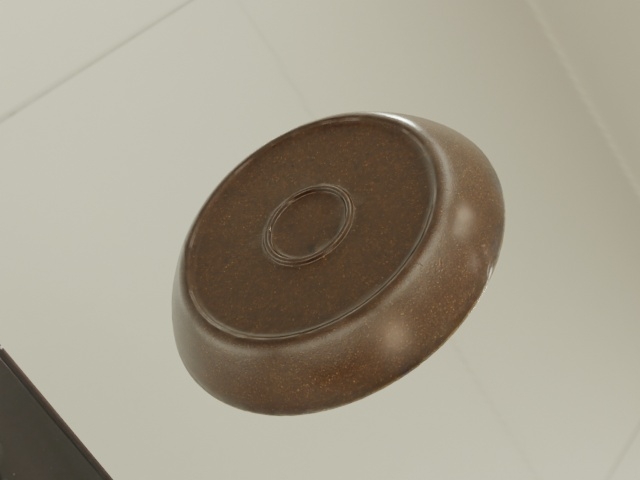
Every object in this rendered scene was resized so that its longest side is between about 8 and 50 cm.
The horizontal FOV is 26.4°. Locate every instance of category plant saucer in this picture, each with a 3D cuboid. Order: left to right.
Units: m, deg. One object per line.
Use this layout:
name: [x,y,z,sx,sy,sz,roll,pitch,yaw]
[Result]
plant saucer: [0.000,0.000,0.618,0.168,0.168,0.029,5,-34,34]

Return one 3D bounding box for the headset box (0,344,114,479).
headset box: [-0.162,0.099,0.326,0.293,0.218,0.110,50,-20,-3]
